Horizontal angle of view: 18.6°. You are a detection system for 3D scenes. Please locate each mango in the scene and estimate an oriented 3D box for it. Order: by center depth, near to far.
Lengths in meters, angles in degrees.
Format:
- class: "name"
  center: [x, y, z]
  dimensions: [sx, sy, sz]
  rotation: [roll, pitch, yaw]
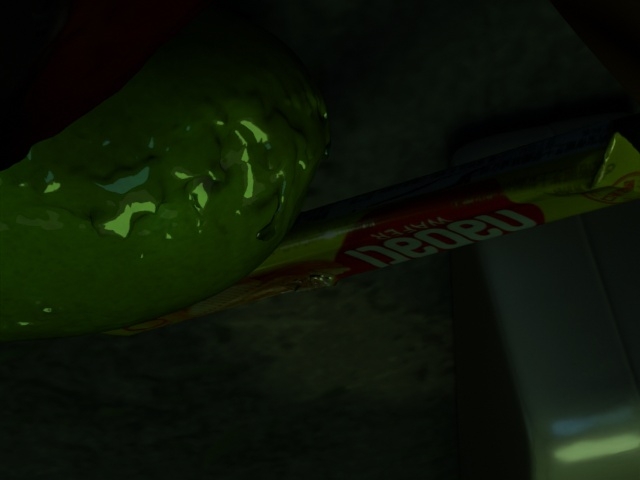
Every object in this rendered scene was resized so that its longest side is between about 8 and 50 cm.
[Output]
- class: "mango"
  center: [-0.085, -0.023, 0.588]
  dimensions: [0.178, 0.100, 0.119]
  rotation: [-13, 158, -5]

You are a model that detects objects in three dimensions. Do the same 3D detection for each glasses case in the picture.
- class: "glasses case"
  center: [0.105, 0.104, 0.786]
  dimensions: [0.076, 0.144, 0.336]
  rotation: [-11, 145, -2]

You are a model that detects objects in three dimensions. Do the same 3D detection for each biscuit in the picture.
- class: "biscuit"
  center: [0.000, 0.000, 0.639]
  dimensions: [0.292, 0.026, 0.048]
  rotation: [-16, 158, 41]

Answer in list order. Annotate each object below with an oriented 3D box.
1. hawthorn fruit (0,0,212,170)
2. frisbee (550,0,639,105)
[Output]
- class: "hawthorn fruit"
  center: [-0.072, -0.123, 0.393]
  dimensions: [0.251, 0.189, 0.189]
  rotation: [-42, 157, -31]
- class: "frisbee"
  center: [0.117, -0.045, 0.515]
  dimensions: [0.021, 0.251, 0.251]
  rotation: [-44, 140, -1]
